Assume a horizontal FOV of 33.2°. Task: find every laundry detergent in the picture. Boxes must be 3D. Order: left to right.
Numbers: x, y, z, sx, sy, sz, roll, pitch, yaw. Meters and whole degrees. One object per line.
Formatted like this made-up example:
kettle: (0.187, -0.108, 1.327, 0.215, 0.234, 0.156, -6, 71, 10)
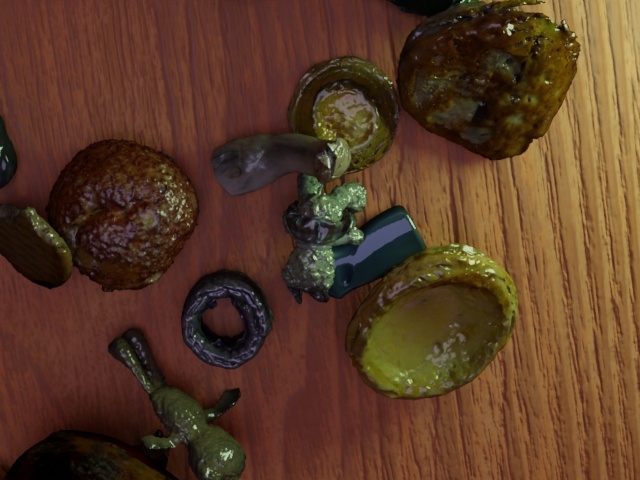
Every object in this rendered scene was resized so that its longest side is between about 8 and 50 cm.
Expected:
laundry detergent: (0.066, 0.029, 1.744, 0.206, 0.061, 0.096, -31, 108, 4)

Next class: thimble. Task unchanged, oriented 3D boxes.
thimble: (-0.152, 0.124, 1.732, 0.150, 0.098, 0.150, 0, 102, -2)

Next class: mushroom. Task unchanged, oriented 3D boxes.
mushroom: (-0.058, -0.125, 1.665, 0.223, 0.092, 0.081, -5, 142, 22)

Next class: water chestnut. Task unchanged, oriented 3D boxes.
water chestnut: (-0.337, 0.426, 1.709, 0.350, 0.350, 0.302, 35, 58, -9)

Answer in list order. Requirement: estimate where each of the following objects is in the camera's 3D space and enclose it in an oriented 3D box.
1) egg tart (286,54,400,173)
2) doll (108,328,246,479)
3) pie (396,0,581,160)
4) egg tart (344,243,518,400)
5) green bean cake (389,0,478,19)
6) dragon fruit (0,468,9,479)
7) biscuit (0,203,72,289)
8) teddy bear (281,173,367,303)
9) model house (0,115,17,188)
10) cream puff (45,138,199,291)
egg tart: (0.038, -0.194, 1.694, 0.191, 0.074, 0.191, -1, 103, -4)
doll: (-0.234, 0.276, 1.716, 0.286, 0.202, 0.091, 38, 114, -13)
pie: (0.250, -0.252, 1.632, 0.308, 0.085, 0.308, 0, 141, 0)
egg tart: (0.170, 0.120, 1.717, 0.294, 0.123, 0.294, -7, 124, -11)
green bean cake: (0.137, -0.411, 1.627, 0.208, 0.193, 0.107, 16, 81, 18)
dragon fruit: (-0.597, 0.438, 1.760, 0.208, 0.133, 0.150, -30, 142, -24)
biscuit: (-0.460, -0.007, 1.655, 0.228, 0.176, 0.031, 39, 53, 21)
teddy bear: (-0.001, -0.012, 1.669, 0.133, 0.111, 0.213, 11, 75, 11)
model house: (-0.624, -0.119, 1.568, 0.271, 0.301, 0.190, -21, 94, 2)
cream puff: (-0.312, -0.038, 1.665, 0.240, 0.164, 0.240, -1, 107, -2)
